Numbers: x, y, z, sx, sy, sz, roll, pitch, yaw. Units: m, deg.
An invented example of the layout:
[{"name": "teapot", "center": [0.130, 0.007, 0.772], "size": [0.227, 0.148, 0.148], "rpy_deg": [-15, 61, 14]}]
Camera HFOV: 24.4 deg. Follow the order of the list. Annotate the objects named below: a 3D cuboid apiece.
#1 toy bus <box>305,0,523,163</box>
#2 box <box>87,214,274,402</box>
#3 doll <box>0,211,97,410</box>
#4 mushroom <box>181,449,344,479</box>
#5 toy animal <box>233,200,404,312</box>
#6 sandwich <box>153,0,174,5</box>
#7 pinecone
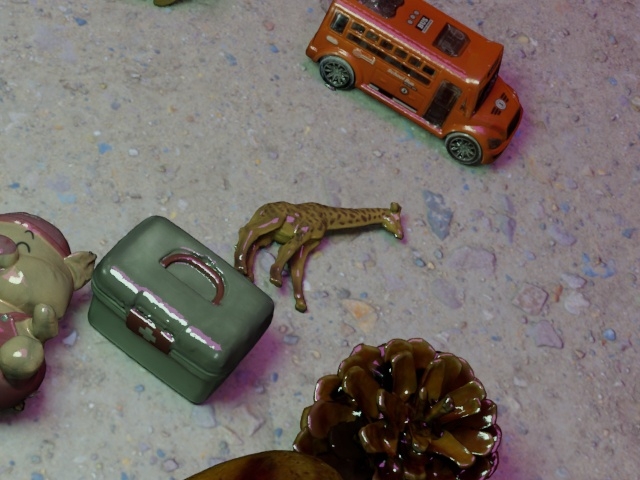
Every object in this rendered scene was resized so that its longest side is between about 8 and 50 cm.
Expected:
[{"name": "toy bus", "center": [0.156, -0.257, 2.179], "size": [0.329, 0.153, 0.143], "rpy_deg": [32, 49, 3]}, {"name": "box", "center": [-0.174, 0.084, 1.809], "size": [0.210, 0.129, 0.148], "rpy_deg": [36, 51, 7]}, {"name": "doll", "center": [-0.378, 0.071, 1.724], "size": [0.196, 0.152, 0.256], "rpy_deg": [25, 46, -17]}, {"name": "mushroom", "center": [-0.099, 0.361, 1.609], "size": [0.267, 0.255, 0.267], "rpy_deg": [7, 20, -3]}, {"name": "toy animal", "center": [-0.006, -0.007, 1.996], "size": [0.149, 0.054, 0.275], "rpy_deg": [47, 51, 11]}, {"name": "sandwich", "center": [-0.228, -0.427, 2.166], "size": [0.235, 0.128, 0.122], "rpy_deg": [9, 46, -12]}, {"name": "pinecone", "center": [0.093, 0.227, 1.736], "size": [0.264, 0.264, 0.264], "rpy_deg": [11, 52, -14]}]
